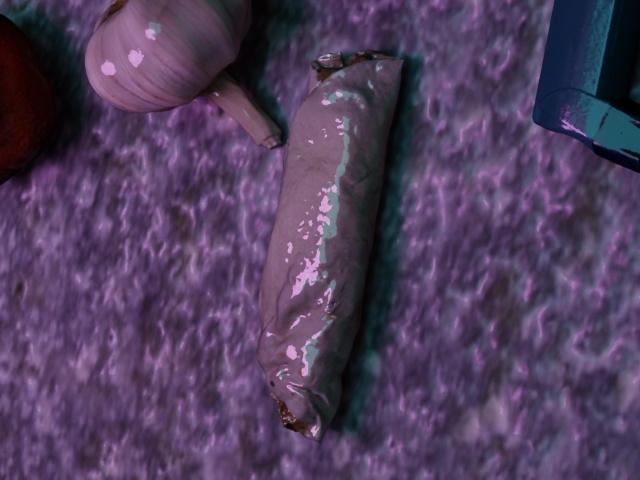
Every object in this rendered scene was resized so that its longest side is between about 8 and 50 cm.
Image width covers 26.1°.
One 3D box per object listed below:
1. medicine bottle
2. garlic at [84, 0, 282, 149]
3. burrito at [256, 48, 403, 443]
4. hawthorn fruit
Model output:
[{"bbox_3d":[0.266,-0.193,1.240,0.124,0.079,0.258,10,94,30],"label":"medicine bottle"},{"bbox_3d":[-0.114,-0.185,1.415,0.226,0.199,0.199,42,111,-14],"label":"garlic"},{"bbox_3d":[0.000,0.000,1.380,0.117,0.076,0.392,12,93,33],"label":"burrito"},{"bbox_3d":[-0.387,-0.166,1.524,0.185,0.185,0.202,-19,66,26],"label":"hawthorn fruit"}]
